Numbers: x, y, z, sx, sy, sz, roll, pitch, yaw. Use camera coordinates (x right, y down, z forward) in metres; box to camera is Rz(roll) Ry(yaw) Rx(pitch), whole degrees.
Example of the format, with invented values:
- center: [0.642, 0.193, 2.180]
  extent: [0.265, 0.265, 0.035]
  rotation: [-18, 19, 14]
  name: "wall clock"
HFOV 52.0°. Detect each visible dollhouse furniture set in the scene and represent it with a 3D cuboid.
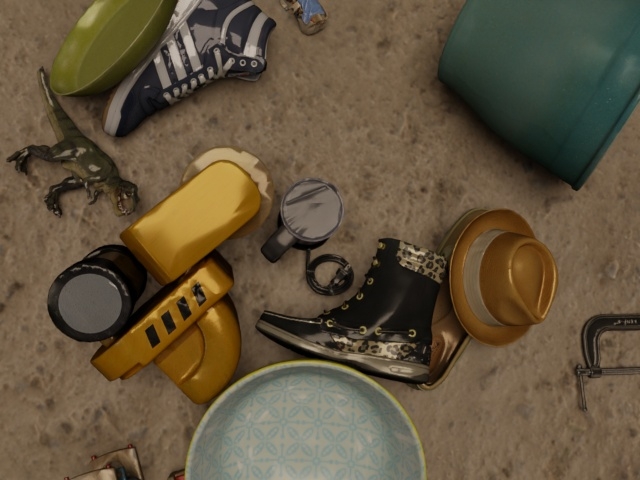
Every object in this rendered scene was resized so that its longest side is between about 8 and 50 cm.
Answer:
- center: [-0.211, 0.329, 0.853]
  extent: [0.184, 0.129, 0.128]
  rotation: [-16, 86, -6]
  name: "dollhouse furniture set"

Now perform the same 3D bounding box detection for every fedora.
- center: [0.261, 0.053, 0.884]
  extent: [0.194, 0.079, 0.194]
  rotation: [-2, 94, -30]
  name: "fedora"

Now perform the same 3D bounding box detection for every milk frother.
- center: [0.000, 0.000, 0.904]
  extent: [0.143, 0.135, 0.129]
  rotation: [28, 83, -2]
  name: "milk frother"

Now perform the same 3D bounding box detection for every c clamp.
- center: [0.456, 0.177, 0.986]
  extent: [0.161, 0.022, 0.137]
  rotation: [-6, 79, -4]
  name: "c clamp"

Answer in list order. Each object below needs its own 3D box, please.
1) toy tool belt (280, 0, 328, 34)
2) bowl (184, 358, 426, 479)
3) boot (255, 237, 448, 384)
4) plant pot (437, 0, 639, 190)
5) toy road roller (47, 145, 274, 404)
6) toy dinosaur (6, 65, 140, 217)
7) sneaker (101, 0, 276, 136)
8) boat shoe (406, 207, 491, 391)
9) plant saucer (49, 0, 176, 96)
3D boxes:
- center: [-0.024, -0.353, 0.981]
  extent: [0.052, 0.051, 0.083]
  rotation: [-37, 88, -8]
  name: "toy tool belt"
- center: [-0.020, 0.285, 0.856]
  extent: [0.290, 0.156, 0.289]
  rotation: [0, 90, -2]
  name: "bowl"
- center: [0.048, 0.081, 0.881]
  extent: [0.236, 0.085, 0.178]
  rotation: [15, 76, 6]
  name: "boot"
- center: [0.313, -0.246, 0.909]
  extent: [0.255, 0.271, 0.271]
  rotation: [31, 82, 13]
  name: "plant pot"
- center: [-0.162, 0.054, 0.859]
  extent: [0.329, 0.202, 0.240]
  rotation: [-42, 101, -3]
  name: "toy road roller"
- center: [-0.359, -0.111, 0.923]
  extent: [0.118, 0.064, 0.268]
  rotation: [-39, 78, -3]
  name: "toy dinosaur"
- center: [-0.178, -0.236, 0.933]
  extent: [0.153, 0.099, 0.282]
  rotation: [35, 91, -12]
  name: "sneaker"
- center: [0.200, 0.084, 0.936]
  extent: [0.105, 0.089, 0.285]
  rotation: [23, 82, -2]
  name: "boat shoe"
- center: [-0.275, -0.285, 0.893]
  extent: [0.037, 0.241, 0.241]
  rotation: [40, 80, -41]
  name: "plant saucer"
